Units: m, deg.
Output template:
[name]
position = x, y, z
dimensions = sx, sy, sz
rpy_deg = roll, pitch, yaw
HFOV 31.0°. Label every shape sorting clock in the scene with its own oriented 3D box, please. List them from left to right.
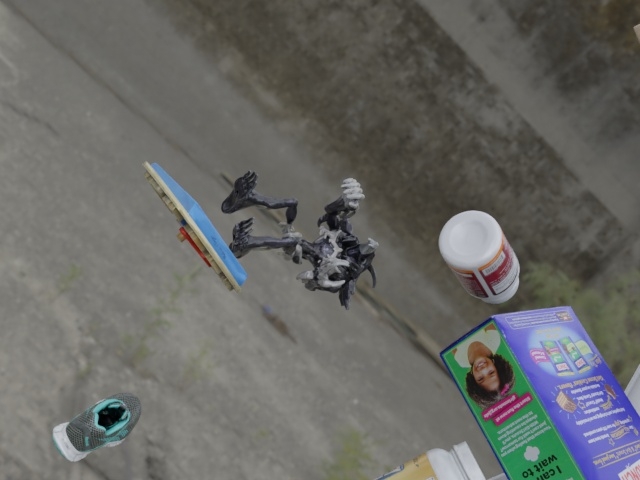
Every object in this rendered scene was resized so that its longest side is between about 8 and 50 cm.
[shape sorting clock]
position = -0.166, -0.015, 1.477
dimensions = 0.206, 0.040, 0.206
rpy_deg = 49, -9, 11

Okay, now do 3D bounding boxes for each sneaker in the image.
[sneaker]
position = -0.267, 0.230, 1.477
dimensions = 0.065, 0.076, 0.166
rpy_deg = 57, 24, 1

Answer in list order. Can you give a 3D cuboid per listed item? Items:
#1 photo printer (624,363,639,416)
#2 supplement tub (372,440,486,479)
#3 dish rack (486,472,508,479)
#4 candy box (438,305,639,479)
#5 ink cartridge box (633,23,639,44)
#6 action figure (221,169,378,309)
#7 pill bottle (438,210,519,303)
[photo printer]
position = 0.667, 0.270, 2.051
dimensions = 0.256, 0.307, 0.107
rpy_deg = 37, -9, -33
[supplement tub]
position = 0.143, 0.380, 1.608
dimensions = 0.144, 0.200, 0.144
rpy_deg = 62, 2, -3
[dish rack]
position = 0.254, 0.563, 1.896
dimensions = 0.072, 0.333, 0.285
rpy_deg = 72, -4, -67
[candy box]
position = 0.357, 0.265, 1.721
dimensions = 0.268, 0.122, 0.317
rpy_deg = 0, 55, -52
[ink cartridge box]
position = 0.610, -0.280, 1.695
dimensions = 0.088, 0.235, 0.193
rpy_deg = -2, 67, -59
[action figure]
position = 0.000, 0.000, 1.644
dimensions = 0.276, 0.141, 0.164
rpy_deg = 18, 64, -33
[pill bottle]
position = 0.221, 0.028, 1.567
dimensions = 0.086, 0.086, 0.152
rpy_deg = 50, 0, 34
